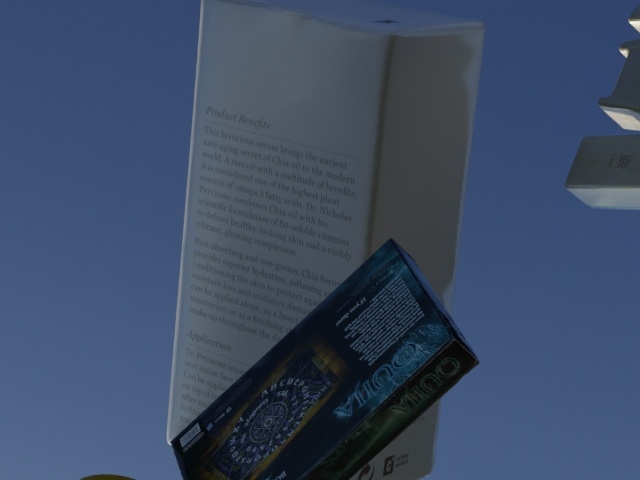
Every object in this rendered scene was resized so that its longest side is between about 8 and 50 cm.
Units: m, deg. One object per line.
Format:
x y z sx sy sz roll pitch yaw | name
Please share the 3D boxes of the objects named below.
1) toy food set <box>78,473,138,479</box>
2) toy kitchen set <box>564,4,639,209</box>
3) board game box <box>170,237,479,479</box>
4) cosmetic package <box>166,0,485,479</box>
-0.155 0.298 1.479 0.128 0.218 0.071 -5 -46 -37 | toy food set
0.340 -0.097 1.543 0.166 0.122 0.207 34 -108 -35 | toy kitchen set
-0.002 0.094 1.015 0.186 0.126 0.026 -43 -60 8 | board game box
0.000 0.000 1.690 0.161 0.230 0.453 -13 -67 -51 | cosmetic package
